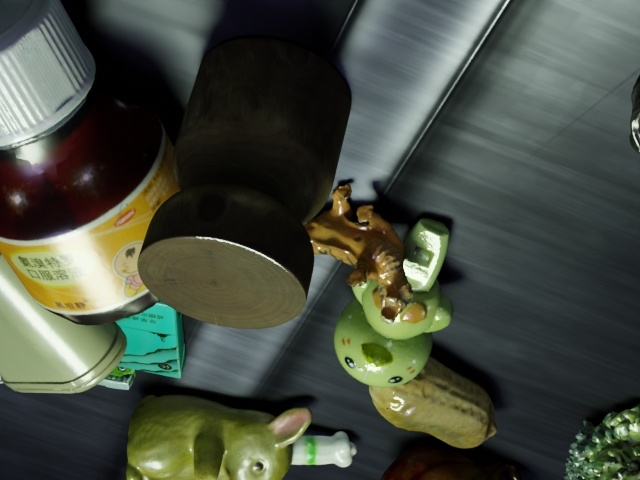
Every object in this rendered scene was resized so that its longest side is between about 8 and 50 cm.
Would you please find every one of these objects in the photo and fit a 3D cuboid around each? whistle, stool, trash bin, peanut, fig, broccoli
[{"bbox_3d":[0.095,0.096,1.770,0.141,0.141,0.294,15,147,-2],"label":"whistle"},{"bbox_3d":[-0.076,-0.062,1.466,0.179,0.264,0.179,9,148,6],"label":"stool"},{"bbox_3d":[-0.427,0.097,1.930,0.243,0.121,0.247,-4,134,42],"label":"trash bin"},{"bbox_3d":[0.166,0.234,1.986,0.236,0.110,0.120,30,123,-36],"label":"peanut"},{"bbox_3d":[0.201,0.434,2.204,0.235,0.214,0.235,21,173,3],"label":"fig"},{"bbox_3d":[0.490,0.314,1.999,0.275,0.177,0.198,-15,110,-6],"label":"broccoli"}]

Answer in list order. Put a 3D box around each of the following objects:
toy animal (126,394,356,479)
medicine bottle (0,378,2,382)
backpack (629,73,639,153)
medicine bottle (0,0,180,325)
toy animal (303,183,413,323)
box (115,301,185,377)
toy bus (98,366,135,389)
[{"bbox_3d":[-0.138,0.349,2.198,0.363,0.180,0.181,6,154,13],"label":"toy animal"},{"bbox_3d":[-0.589,0.195,2.223,0.219,0.078,0.115,-14,140,35],"label":"medicine bottle"},{"bbox_3d":[0.408,-0.117,1.344,0.206,0.133,0.258,-7,149,15],"label":"backpack"},{"bbox_3d":[-0.301,-0.102,1.537,0.242,0.242,0.395,-5,135,27],"label":"medicine bottle"},{"bbox_3d":[0.005,-0.007,1.699,0.255,0.114,0.116,26,168,27],"label":"toy animal"},{"bbox_3d":[-0.285,0.125,2.037,0.161,0.042,0.226,12,148,5],"label":"box"},{"bbox_3d":[-0.341,0.215,2.201,0.083,0.037,0.031,11,148,3],"label":"toy bus"}]
